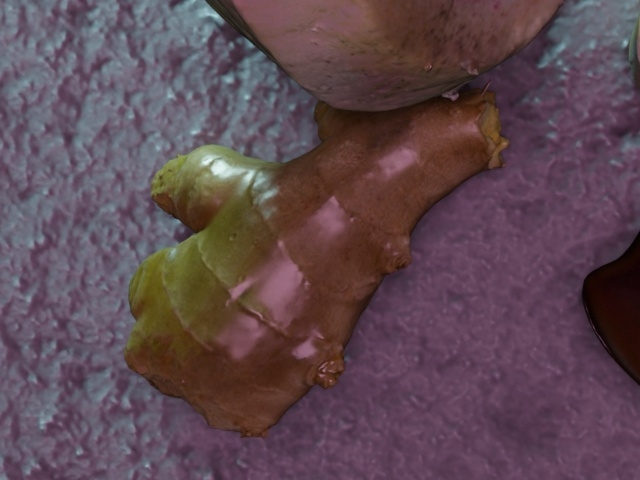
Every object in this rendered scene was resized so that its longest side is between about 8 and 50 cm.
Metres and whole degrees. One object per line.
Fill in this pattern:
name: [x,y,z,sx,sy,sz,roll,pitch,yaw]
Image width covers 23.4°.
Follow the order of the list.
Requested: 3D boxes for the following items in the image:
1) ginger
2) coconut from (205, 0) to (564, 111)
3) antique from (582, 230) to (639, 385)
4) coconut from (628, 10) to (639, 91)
ginger: [-0.016,-0.010,1.346,0.236,0.166,0.375,27,64,39]
coconut: [0.043,-0.287,1.242,0.353,0.352,0.352,0,89,5]
antique: [0.361,0.035,1.284,0.278,0.129,0.223,-13,86,2]
coconut: [0.317,-0.166,1.294,0.116,0.122,0.116,0,89,6]
